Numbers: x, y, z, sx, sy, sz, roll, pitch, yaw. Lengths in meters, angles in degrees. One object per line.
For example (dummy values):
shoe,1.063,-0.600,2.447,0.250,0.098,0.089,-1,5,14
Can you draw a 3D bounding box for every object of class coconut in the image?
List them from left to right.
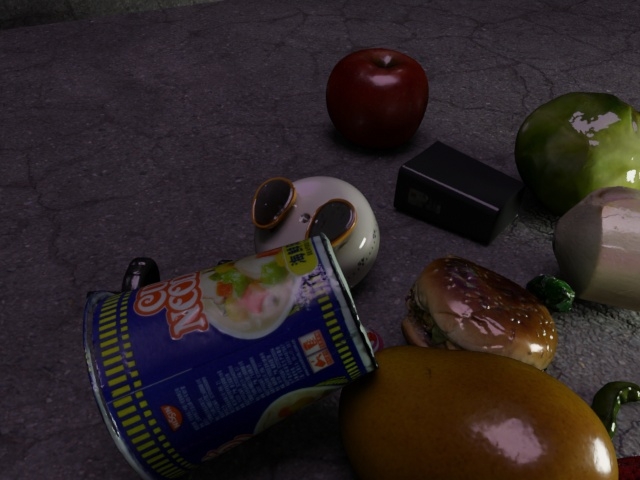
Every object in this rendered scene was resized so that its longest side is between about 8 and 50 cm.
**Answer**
coconut,0.531,0.013,1.194,0.241,0.241,0.241,1,37,-1

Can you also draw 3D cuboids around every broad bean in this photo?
broad bean,0.428,0.259,0.999,0.195,0.046,0.061,-26,42,-34

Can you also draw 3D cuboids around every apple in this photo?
apple,0.147,-0.354,1.670,0.261,0.216,0.260,2,36,-1

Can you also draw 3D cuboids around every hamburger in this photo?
hamburger,0.256,0.128,1.074,0.243,0.146,0.286,12,21,-17

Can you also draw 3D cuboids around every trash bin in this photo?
trash bin,0.299,-0.100,1.430,0.226,0.115,0.165,29,44,27

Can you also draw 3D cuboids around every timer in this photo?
timer,0.000,0.000,1.249,0.234,0.240,0.233,-8,61,14

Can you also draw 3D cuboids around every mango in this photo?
mango,0.179,0.256,0.861,0.378,0.221,0.264,22,45,41

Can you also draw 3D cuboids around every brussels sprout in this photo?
brussels sprout,0.579,-0.178,1.405,0.344,0.268,0.344,11,33,-7

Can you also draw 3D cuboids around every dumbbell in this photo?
dumbbell,-0.226,0.101,1.109,0.326,0.143,0.143,2,37,1

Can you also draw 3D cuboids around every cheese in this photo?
cheese,0.065,0.183,1.095,0.095,0.038,0.145,-13,38,-18

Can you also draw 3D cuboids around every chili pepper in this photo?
chili pepper,0.396,0.089,1.110,0.088,0.059,0.227,23,1,13

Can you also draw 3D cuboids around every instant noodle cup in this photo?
instant noodle cup,-0.100,0.138,0.876,0.313,0.284,0.284,-23,39,1

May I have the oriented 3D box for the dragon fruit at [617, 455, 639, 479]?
dragon fruit,0.419,0.337,0.874,0.162,0.083,0.106,-13,77,19
